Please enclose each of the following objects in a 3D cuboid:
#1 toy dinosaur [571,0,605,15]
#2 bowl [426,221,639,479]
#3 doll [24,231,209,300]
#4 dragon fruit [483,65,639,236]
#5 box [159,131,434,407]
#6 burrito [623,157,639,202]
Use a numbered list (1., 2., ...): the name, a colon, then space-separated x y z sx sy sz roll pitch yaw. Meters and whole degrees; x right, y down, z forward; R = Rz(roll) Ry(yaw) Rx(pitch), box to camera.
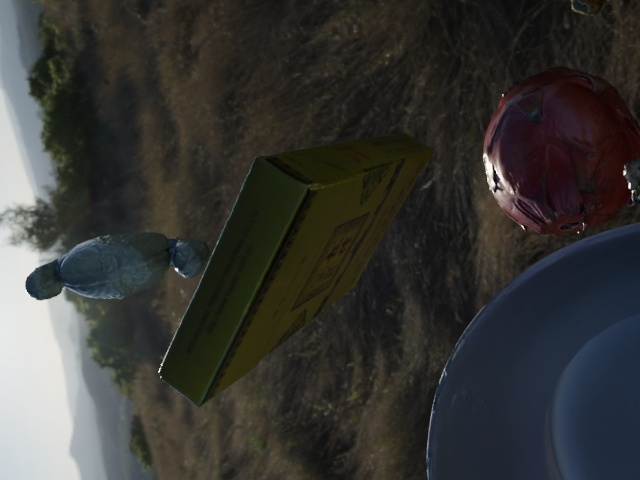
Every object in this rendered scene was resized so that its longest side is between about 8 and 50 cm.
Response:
1. toy dinosaur: 0.117 -0.179 0.352 0.126 0.162 0.039 35 151 19
2. bowl: 0.219 0.129 0.396 0.287 0.144 0.286 0 89 25
3. doll: -0.231 0.025 0.790 0.103 0.214 0.071 -97 -5 -68
4. dragon fruit: 0.353 -0.130 1.011 0.241 0.241 0.252 13 86 65
5. box: 0.000 0.000 0.502 0.041 0.279 0.153 34 112 13
6. burrito: 0.417 -0.064 0.732 0.042 0.171 0.051 -69 -28 -54
